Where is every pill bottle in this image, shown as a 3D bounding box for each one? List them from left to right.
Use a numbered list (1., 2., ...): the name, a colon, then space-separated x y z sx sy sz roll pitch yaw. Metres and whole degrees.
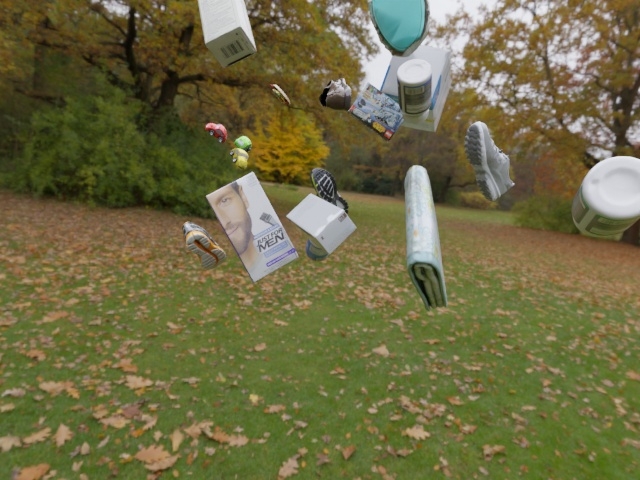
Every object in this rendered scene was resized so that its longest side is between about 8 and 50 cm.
1. pill bottle: 0.000 0.000 1.984 0.124 0.125 0.222 7 -32 -7
2. pill bottle: 0.221 -0.344 0.970 0.078 0.078 0.137 11 -23 19
3. pill bottle: 0.986 -0.130 1.415 0.204 0.205 0.361 12 -6 25

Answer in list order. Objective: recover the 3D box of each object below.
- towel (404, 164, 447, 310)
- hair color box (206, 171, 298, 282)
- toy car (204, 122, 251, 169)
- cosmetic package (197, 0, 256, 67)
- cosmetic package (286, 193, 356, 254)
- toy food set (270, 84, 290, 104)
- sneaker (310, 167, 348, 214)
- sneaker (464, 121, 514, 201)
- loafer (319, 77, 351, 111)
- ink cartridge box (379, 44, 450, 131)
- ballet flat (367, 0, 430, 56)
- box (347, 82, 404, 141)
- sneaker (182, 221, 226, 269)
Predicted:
1. towel: 0.317 0.010 1.263 0.090 0.321 0.374 -8 -32 17
2. hair color box: -0.239 -0.045 1.457 0.185 0.339 0.110 -30 6 -11
3. toy car: -0.349 -0.411 1.743 0.239 0.053 0.225 50 23 0
4. cosmetic package: -0.352 -0.816 1.546 0.153 0.297 0.129 -20 -25 13
5. cosmetic package: -0.003 -0.056 1.252 0.085 0.117 0.231 50 -6 -32
6. toy food set: -0.128 -0.465 1.321 0.082 0.020 0.083 44 6 -47
7. sneaker: 0.017 -0.211 1.895 0.121 0.111 0.300 19 -28 41
8. sneaker: 0.572 -0.276 1.392 0.115 0.282 0.105 -29 28 -2
9. loafer: 0.056 -0.690 1.940 0.129 0.134 0.366 -2 23 -7
10. ink cartridge box: 0.310 -0.483 1.327 0.168 0.172 0.232 19 -2 19
11. ballet flat: 0.182 -0.634 1.042 0.146 0.410 0.147 -15 -10 -3
12. box: 0.155 -0.341 1.105 0.137 0.094 0.027 35 3 -3
13. sneaker: -0.360 0.016 1.285 0.084 0.215 0.083 -32 58 -11
